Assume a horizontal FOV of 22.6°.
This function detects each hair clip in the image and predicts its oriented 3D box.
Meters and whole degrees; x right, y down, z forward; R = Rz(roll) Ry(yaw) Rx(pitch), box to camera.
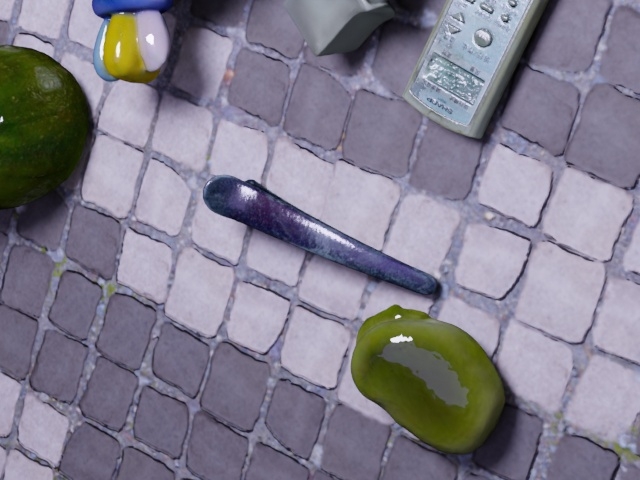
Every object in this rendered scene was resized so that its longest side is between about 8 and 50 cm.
[{"bbox_3d":[0.000,0.000,1.719,0.275,0.083,0.048,27,95,25],"label":"hair clip"}]

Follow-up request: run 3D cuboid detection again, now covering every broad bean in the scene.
[{"bbox_3d":[0.110,0.140,1.658,0.175,0.082,0.124,26,106,18],"label":"broad bean"}]

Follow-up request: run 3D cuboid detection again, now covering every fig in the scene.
[{"bbox_3d":[-0.410,-0.133,1.872,0.203,0.235,0.203,4,98,35],"label":"fig"}]

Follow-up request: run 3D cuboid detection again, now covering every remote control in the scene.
[{"bbox_3d":[0.170,-0.223,1.625,0.098,0.038,0.233,34,110,27],"label":"remote control"}]

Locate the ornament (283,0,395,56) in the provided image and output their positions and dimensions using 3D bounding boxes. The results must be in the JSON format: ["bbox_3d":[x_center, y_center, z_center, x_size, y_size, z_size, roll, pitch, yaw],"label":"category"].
[{"bbox_3d":[0.070,-0.307,1.635,0.130,0.120,0.285,43,114,21],"label":"ornament"}]

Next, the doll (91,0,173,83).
[{"bbox_3d":[-0.176,-0.368,1.711,0.365,0.187,0.376,-41,45,32],"label":"doll"}]
